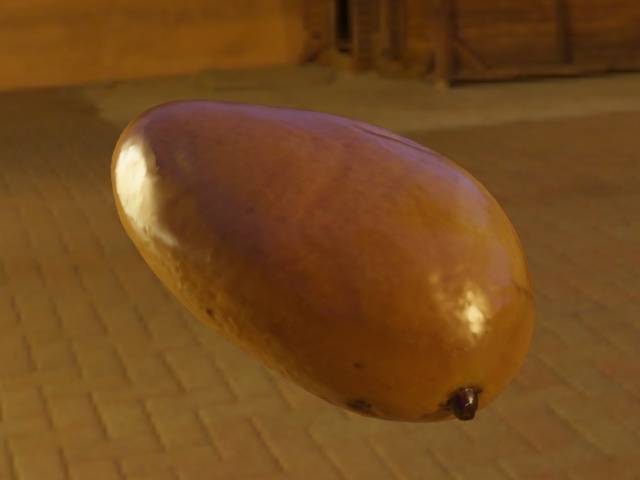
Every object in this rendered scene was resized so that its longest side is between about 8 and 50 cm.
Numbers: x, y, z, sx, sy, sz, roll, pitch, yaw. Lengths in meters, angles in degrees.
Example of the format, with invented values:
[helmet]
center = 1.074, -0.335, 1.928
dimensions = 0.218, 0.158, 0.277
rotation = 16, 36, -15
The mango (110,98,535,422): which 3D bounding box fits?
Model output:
[mango]
center = 0.000, 0.000, 0.703
dimensions = 0.227, 0.109, 0.147
rotation = 32, 50, 19
